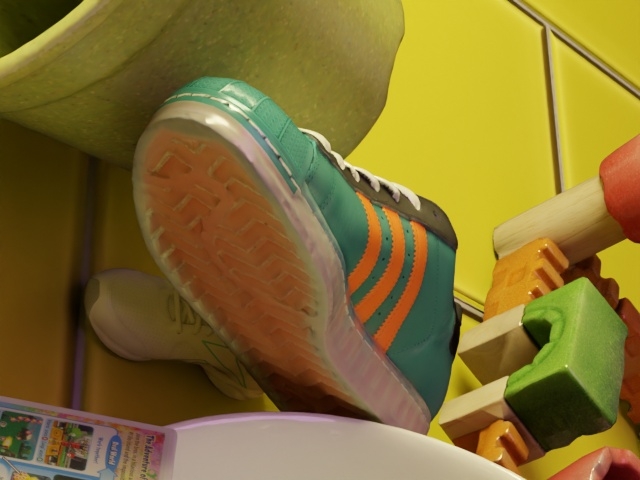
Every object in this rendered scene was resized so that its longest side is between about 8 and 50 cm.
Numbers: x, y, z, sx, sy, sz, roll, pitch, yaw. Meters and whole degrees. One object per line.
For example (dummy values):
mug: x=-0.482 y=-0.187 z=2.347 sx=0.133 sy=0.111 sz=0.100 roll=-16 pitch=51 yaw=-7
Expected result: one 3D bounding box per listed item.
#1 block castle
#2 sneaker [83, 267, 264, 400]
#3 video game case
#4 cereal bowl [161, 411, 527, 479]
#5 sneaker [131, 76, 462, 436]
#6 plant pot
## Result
block castle: x=0.248 y=0.152 z=1.098 sx=0.303 sy=0.212 sz=0.453 roll=51 pitch=32 yaw=-18
sneaker: x=-0.066 y=0.046 z=0.926 sx=0.152 sy=0.061 sz=0.054 roll=24 pitch=54 yaw=-41
video game case: x=-0.140 y=0.122 z=0.717 sx=0.143 sy=0.019 sz=0.157 roll=12 pitch=30 yaw=-6
cereal bowl: x=0.006 y=0.234 z=0.753 sx=0.339 sy=0.141 sz=0.339 roll=12 pitch=31 yaw=-7
sneaker: x=0.000 y=0.000 z=0.855 sx=0.121 sy=0.108 sz=0.302 roll=-63 pitch=148 yaw=-26
plant pot: x=-0.091 y=-0.145 z=0.865 sx=0.254 sy=0.276 sz=0.276 roll=35 pitch=44 yaw=-52
